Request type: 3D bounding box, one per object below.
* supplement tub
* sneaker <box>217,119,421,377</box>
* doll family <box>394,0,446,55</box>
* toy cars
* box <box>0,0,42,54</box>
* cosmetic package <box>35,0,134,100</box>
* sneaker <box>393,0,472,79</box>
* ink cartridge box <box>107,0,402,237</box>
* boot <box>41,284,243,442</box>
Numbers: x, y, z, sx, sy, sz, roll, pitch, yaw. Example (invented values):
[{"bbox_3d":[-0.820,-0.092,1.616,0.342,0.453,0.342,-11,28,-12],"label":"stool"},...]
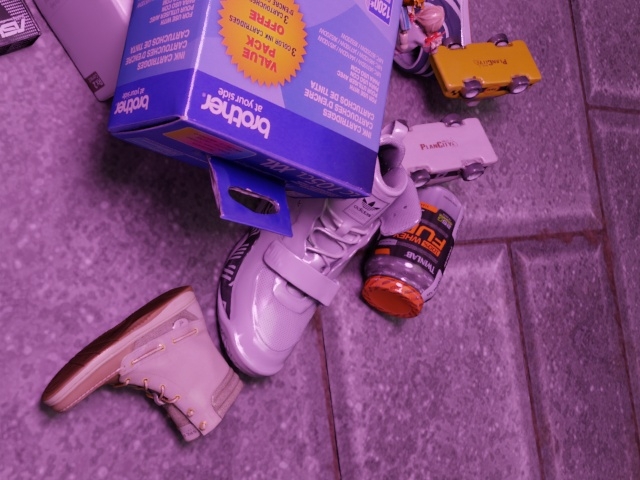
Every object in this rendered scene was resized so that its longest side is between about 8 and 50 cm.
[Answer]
[{"bbox_3d":[0.139,0.015,1.101,0.117,0.117,0.191,39,60,-26],"label":"supplement tub"},{"bbox_3d":[0.000,0.000,0.935,0.137,0.210,0.366,33,63,-29],"label":"sneaker"},{"bbox_3d":[0.071,-0.354,1.012,0.118,0.163,0.263,-45,110,-33],"label":"doll family"},{"bbox_3d":[0.207,-0.194,1.128,0.176,0.087,0.394,34,59,0],"label":"toy cars"},{"bbox_3d":[-0.425,-0.268,0.757,0.190,0.045,0.184,-33,100,-36],"label":"box"},{"bbox_3d":[-0.206,-0.286,0.862,0.183,0.151,0.152,-41,109,-36],"label":"cosmetic package"},{"bbox_3d":[0.170,-0.409,1.211,0.153,0.099,0.283,-8,90,-40],"label":"sneaker"},{"bbox_3d":[-0.058,-0.207,0.788,0.269,0.151,0.396,16,81,-43],"label":"ink cartridge box"},{"bbox_3d":[-0.196,0.172,0.840,0.213,0.077,0.165,-38,108,-39],"label":"boot"}]
